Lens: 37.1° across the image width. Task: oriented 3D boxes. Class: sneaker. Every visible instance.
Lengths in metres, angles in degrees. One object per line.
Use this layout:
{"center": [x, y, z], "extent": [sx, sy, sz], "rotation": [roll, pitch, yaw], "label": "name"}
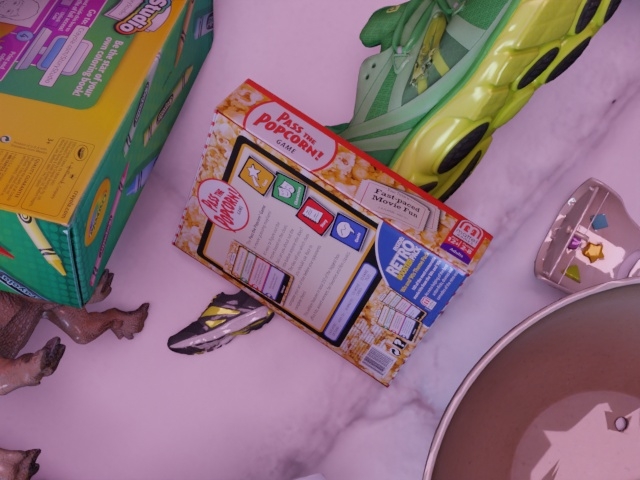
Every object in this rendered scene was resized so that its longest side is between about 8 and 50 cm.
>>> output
{"center": [0.087, -0.129, 0.630], "extent": [0.123, 0.109, 0.295], "rotation": [53, 126, 17], "label": "sneaker"}
{"center": [-0.077, 0.059, 0.717], "extent": [0.083, 0.031, 0.035], "rotation": [-21, 70, -3], "label": "sneaker"}

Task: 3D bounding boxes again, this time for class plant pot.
{"center": [0.199, 0.167, 0.606], "extent": [0.284, 0.191, 0.284], "rotation": [0, 85, 3], "label": "plant pot"}

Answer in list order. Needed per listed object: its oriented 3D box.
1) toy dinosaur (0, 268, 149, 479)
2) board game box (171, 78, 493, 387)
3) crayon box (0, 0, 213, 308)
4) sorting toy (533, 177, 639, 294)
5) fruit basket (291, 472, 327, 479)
{"center": [-0.246, 0.044, 0.641], "extent": [0.200, 0.127, 0.295], "rotation": [21, 47, 8], "label": "toy dinosaur"}
{"center": [0.000, 0.000, 0.660], "extent": [0.193, 0.146, 0.045], "rotation": [34, 48, 5], "label": "board game box"}
{"center": [-0.188, -0.099, 0.638], "extent": [0.165, 0.081, 0.278], "rotation": [12, 49, 5], "label": "crayon box"}
{"center": [0.204, 0.009, 0.698], "extent": [0.075, 0.045, 0.083], "rotation": [30, 86, -2], "label": "sorting toy"}
{"center": [-0.144, 0.329, 0.569], "extent": [0.327, 0.165, 0.353], "rotation": [-6, 100, -35], "label": "fruit basket"}
